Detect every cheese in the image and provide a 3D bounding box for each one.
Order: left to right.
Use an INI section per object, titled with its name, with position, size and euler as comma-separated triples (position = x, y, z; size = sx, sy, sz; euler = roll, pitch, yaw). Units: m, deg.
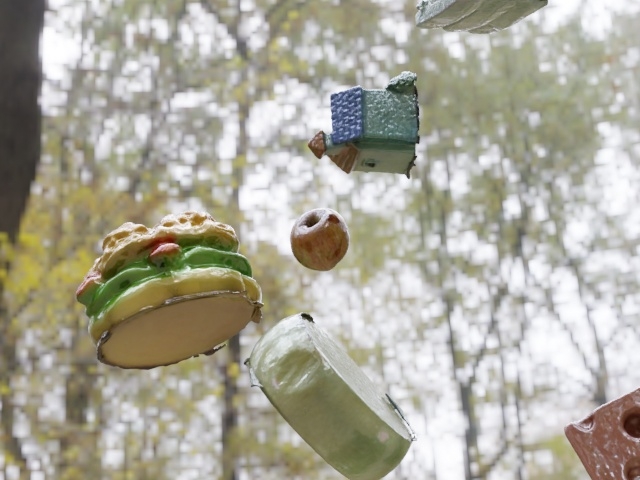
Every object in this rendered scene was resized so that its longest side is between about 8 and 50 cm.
[cheese]
position = 0.446, 0.295, 2.328
size = 0.203, 0.128, 0.177
euler = -26, -28, -8

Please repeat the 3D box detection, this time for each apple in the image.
[apple]
position = 0.000, 0.000, 2.275
size = 0.084, 0.084, 0.071
euler = -13, -50, 17

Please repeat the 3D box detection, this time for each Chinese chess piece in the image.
[Chinese chess piece]
position = 0.009, 0.160, 1.697
size = 0.083, 0.188, 0.188
euler = -43, -37, 4

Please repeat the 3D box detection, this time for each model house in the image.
[model house]
position = 0.051, -0.149, 2.267
size = 0.149, 0.119, 0.148
euler = -2, -17, -11

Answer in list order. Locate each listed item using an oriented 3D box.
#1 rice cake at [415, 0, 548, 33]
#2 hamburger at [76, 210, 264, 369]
[rice cake]
position = 0.207, -0.304, 2.172
size = 0.124, 0.038, 0.211
euler = 5, -5, -10
[hamburger]
position = -0.195, 0.052, 2.118
size = 0.237, 0.149, 0.237
euler = -16, -22, -6
